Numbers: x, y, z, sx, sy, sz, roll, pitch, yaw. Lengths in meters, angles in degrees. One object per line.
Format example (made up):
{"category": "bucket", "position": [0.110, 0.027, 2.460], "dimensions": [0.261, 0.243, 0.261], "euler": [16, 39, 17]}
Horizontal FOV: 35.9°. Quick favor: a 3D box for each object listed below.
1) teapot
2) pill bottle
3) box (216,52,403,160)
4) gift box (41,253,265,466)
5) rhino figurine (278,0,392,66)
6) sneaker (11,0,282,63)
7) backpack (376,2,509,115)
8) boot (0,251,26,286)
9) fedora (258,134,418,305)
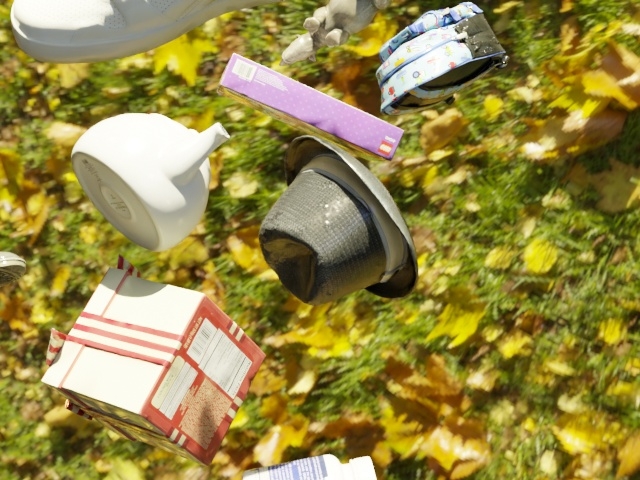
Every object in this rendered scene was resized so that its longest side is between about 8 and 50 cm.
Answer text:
{"category": "teapot", "position": [-0.272, -0.118, 1.632], "dimensions": [0.256, 0.187, 0.252], "euler": [32, 152, 24]}
{"category": "pill bottle", "position": [-0.012, 0.369, 1.418], "dimensions": [0.186, 0.112, 0.112], "euler": [-11, 101, -4]}
{"category": "box", "position": [-0.024, -0.211, 1.609], "dimensions": [0.293, 0.201, 0.057], "euler": [23, 92, -9]}
{"category": "gift box", "position": [-0.286, 0.188, 1.636], "dimensions": [0.258, 0.255, 0.276], "euler": [10, 147, 35]}
{"category": "rhino figurine", "position": [0.021, -0.345, 1.575], "dimensions": [0.243, 0.106, 0.073], "euler": [-34, 99, 31]}
{"category": "sneaker", "position": [-0.112, -0.246, 0.760], "dimensions": [0.292, 0.169, 0.108], "euler": [-21, 66, -10]}
{"category": "backpack", "position": [0.149, -0.248, 1.387], "dimensions": [0.158, 0.173, 0.117], "euler": [-30, 87, 53]}
{"category": "boot", "position": [-0.547, -0.025, 1.540], "dimensions": [0.189, 0.076, 0.208], "euler": [-14, 67, 16]}
{"category": "fedora", "position": [0.000, 0.000, 1.523], "dimensions": [0.334, 0.152, 0.334], "euler": [44, 158, 23]}
